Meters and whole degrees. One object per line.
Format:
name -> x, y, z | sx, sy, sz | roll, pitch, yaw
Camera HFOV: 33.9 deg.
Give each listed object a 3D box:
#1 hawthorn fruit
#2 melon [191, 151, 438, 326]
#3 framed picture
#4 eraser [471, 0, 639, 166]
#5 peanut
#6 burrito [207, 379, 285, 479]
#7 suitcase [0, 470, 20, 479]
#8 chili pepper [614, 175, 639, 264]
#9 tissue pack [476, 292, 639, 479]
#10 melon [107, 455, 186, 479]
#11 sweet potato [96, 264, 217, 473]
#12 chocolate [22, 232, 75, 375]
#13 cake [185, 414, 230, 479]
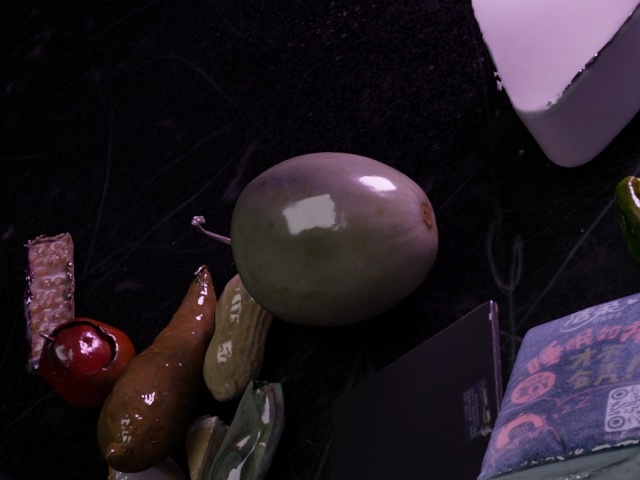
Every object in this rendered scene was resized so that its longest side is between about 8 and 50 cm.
hawthorn fruit -> -0.390, 0.193, 1.724 | 0.148, 0.172, 0.148 | -35, 29, 23
melon -> 0.013, 0.000, 1.485 | 0.308, 0.272, 0.271 | 5, 62, 52
framed picture -> 0.108, 0.251, 1.290 | 0.339, 0.014, 0.255 | -41, 36, 43
eraser -> 0.395, -0.300, 1.486 | 0.331, 0.150, 0.331 | -24, 45, 27
peanut -> -0.126, 0.145, 1.603 | 0.099, 0.090, 0.214 | -14, 50, 36
burrito -> -0.116, 0.330, 1.469 | 0.096, 0.066, 0.309 | -4, 54, 41
suitcase -> -0.649, 0.445, 1.709 | 0.286, 0.206, 0.066 | -34, 38, 12
chili pepper -> 0.414, -0.002, 1.290 | 0.073, 0.072, 0.204 | -32, 43, 13
tissue pack -> 0.309, 0.170, 1.119 | 0.228, 0.103, 0.315 | -19, 16, 27
melon -> -0.260, 0.366, 1.544 | 0.140, 0.093, 0.202 | -11, 57, 24
sweet potato -> -0.231, 0.200, 1.589 | 0.131, 0.130, 0.422 | -20, 26, 27
chocolate -> -0.497, 0.116, 1.956 | 0.103, 0.065, 0.329 | -18, 47, 3
cake -> -0.163, 0.317, 1.527 | 0.065, 0.052, 0.121 | -26, 45, 18
